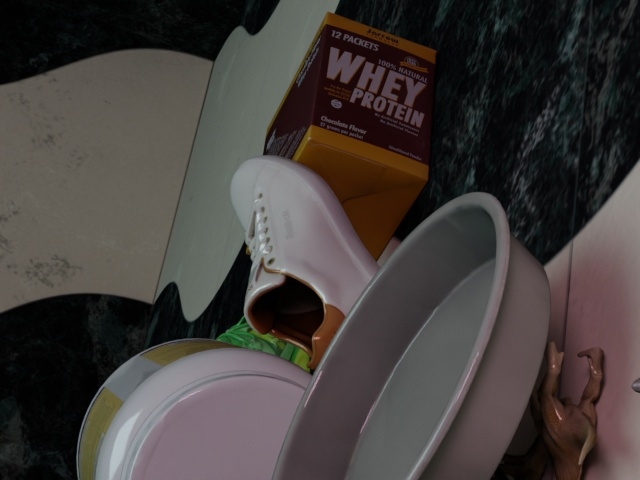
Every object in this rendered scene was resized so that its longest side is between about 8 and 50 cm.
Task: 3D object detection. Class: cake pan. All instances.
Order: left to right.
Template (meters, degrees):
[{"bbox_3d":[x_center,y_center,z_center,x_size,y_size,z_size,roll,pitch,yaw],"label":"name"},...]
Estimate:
[{"bbox_3d":[0.058,0.106,1.063,0.293,0.054,0.293,-55,15,23],"label":"cake pan"}]

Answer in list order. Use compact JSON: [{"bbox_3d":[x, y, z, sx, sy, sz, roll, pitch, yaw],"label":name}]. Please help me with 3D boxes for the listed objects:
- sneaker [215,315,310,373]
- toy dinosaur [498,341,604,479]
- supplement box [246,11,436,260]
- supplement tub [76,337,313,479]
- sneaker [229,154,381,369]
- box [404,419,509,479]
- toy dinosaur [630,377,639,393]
[{"bbox_3d":[-0.073,0.123,1.794,0.109,0.123,0.295,120,164,-44],"label":"sneaker"},{"bbox_3d":[0.156,0.112,0.999,0.183,0.053,0.092,123,148,-74],"label":"toy dinosaur"},{"bbox_3d":[0.023,-0.094,1.679,0.191,0.129,0.194,121,163,-45],"label":"supplement box"},{"bbox_3d":[-0.096,0.215,1.476,0.331,0.241,0.241,177,111,-77],"label":"supplement tub"},{"bbox_3d":[-0.035,0.014,1.496,0.290,0.123,0.106,49,138,43],"label":"sneaker"},{"bbox_3d":[0.071,0.251,1.071,0.175,0.051,0.220,-130,52,-75],"label":"box"},{"bbox_3d":[0.190,0.137,0.693,0.160,0.121,0.313,0,66,65],"label":"toy dinosaur"}]
